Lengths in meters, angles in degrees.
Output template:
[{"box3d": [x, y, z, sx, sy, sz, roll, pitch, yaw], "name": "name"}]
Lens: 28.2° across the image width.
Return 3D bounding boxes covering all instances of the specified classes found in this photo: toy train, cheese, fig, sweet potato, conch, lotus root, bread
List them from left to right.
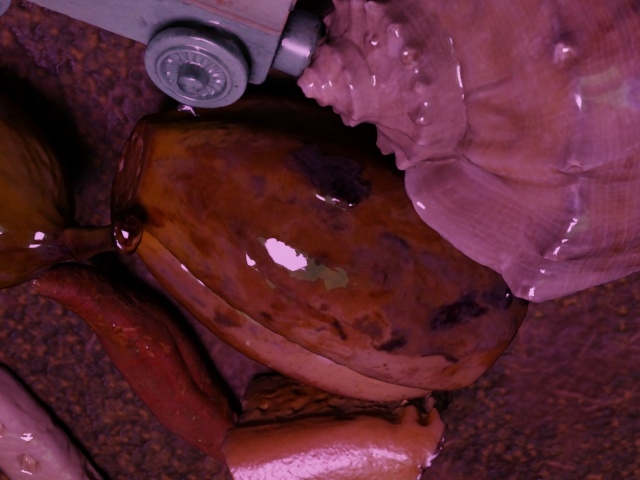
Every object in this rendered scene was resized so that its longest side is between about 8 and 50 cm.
[{"box3d": [-0.223, -0.029, 0.850, 0.274, 0.145, 0.170, 16, 121, 29], "name": "fig"}, {"box3d": [-0.231, 0.183, 1.056, 0.065, 0.043, 0.194, -31, 110, 16], "name": "cheese"}, {"box3d": [-0.123, -0.190, 0.756, 0.285, 0.116, 0.177, 21, 145, -4], "name": "toy train"}, {"box3d": [-0.132, 0.086, 0.968, 0.058, 0.078, 0.255, -26, 126, 18], "name": "sweet potato"}, {"box3d": [-0.002, 0.007, 0.852, 0.291, 0.193, 0.193, 29, 119, -11], "name": "lotus root"}, {"box3d": [0.030, 0.186, 0.978, 0.169, 0.140, 0.160, -8, 113, 10], "name": "bread"}, {"box3d": [0.151, -0.104, 0.738, 0.324, 0.186, 0.263, -15, 89, 5], "name": "conch"}]
